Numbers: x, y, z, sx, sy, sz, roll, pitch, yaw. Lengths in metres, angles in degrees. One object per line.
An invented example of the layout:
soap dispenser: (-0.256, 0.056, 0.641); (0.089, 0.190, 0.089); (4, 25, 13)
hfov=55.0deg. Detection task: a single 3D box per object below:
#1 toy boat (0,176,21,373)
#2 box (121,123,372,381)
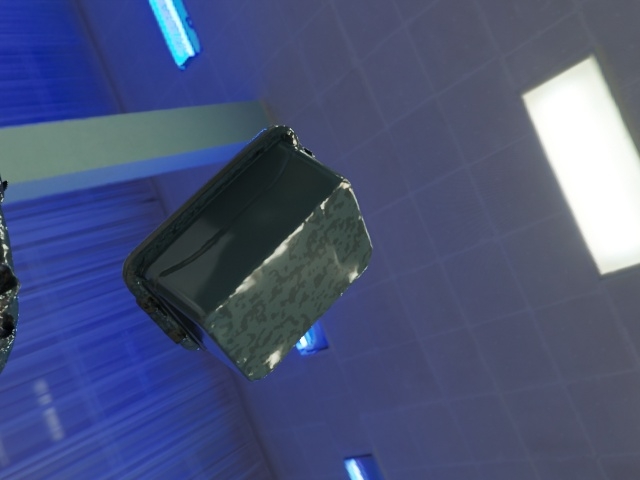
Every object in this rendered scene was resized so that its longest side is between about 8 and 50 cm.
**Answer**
toy boat: (-0.201, -0.011, 0.317); (0.097, 0.100, 0.223); (-40, -119, 21)
box: (-0.061, 0.015, 0.604); (0.130, 0.227, 0.162); (30, -22, 35)
